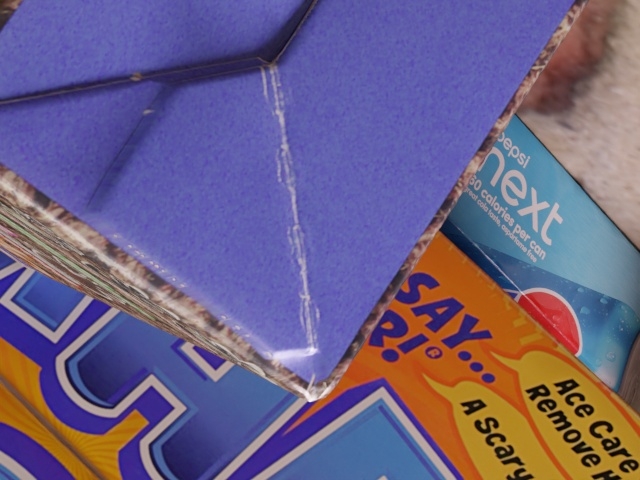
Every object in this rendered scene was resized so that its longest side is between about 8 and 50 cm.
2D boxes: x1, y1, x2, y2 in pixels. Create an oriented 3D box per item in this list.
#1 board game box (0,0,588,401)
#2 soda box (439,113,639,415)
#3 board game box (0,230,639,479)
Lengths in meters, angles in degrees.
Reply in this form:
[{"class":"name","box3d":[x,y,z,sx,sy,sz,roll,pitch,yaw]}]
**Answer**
[{"class":"board game box","box3d":[-0.047,-0.102,0.641,0.141,0.232,0.291,38,172,-24]},{"class":"soda box","box3d":[0.112,0.017,0.986,0.210,0.071,0.067,44,153,-29]},{"class":"board game box","box3d":[-0.114,0.149,0.920,0.356,0.356,0.356,43,159,10]}]
